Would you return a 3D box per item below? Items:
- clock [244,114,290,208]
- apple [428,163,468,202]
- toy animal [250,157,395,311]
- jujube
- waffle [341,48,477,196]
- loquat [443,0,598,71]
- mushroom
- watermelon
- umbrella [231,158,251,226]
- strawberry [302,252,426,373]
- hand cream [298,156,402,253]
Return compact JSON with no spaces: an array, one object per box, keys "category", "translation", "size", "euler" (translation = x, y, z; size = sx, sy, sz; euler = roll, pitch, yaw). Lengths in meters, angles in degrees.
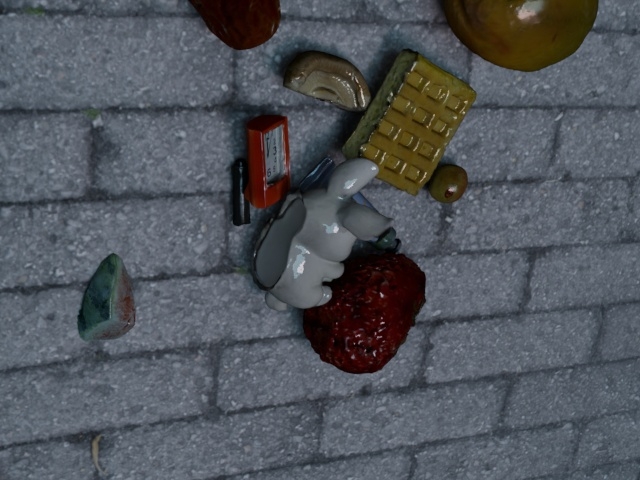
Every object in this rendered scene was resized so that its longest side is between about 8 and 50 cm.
[{"category":"clock","translation":[-0.103,-0.151,1.677],"size":[0.113,0.061,0.155],"euler":[-41,136,-58]},{"category":"apple","translation":[0.262,-0.119,1.858],"size":[0.071,0.084,0.084],"euler":[17,105,-12]},{"category":"toy animal","translation":[-0.004,-0.003,1.706],"size":[0.154,0.208,0.325],"euler":[8,146,-41]},{"category":"jujube","translation":[-0.144,-0.439,1.484],"size":[0.190,0.190,0.255],"euler":[-29,130,-10]},{"category":"waffle","translation":[0.177,-0.226,1.756],"size":[0.221,0.055,0.248],"euler":[20,104,-47]},{"category":"loquat","translation":[0.376,-0.441,1.668],"size":[0.284,0.276,0.276],"euler":[36,95,-35]},{"category":"mushroom","translation":[0.016,-0.296,1.673],"size":[0.210,0.072,0.094],"euler":[8,105,-39]},{"category":"watermelon","translation":[-0.391,0.117,1.691],"size":[0.094,0.081,0.180],"euler":[-19,128,-45]},{"category":"umbrella","translation":[-0.149,-0.090,1.716],"size":[0.036,0.031,0.133],"euler":[-29,128,-51]},{"category":"strawberry","translation":[0.081,0.144,1.824],"size":[0.220,0.274,0.274],"euler":[26,102,7]},{"category":"hand cream","translation":[0.067,-0.059,1.821],"size":[0.088,0.055,0.256],"euler":[-45,115,6]}]
